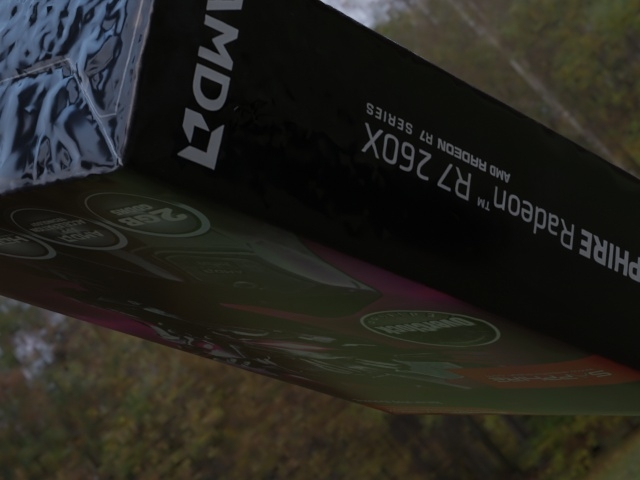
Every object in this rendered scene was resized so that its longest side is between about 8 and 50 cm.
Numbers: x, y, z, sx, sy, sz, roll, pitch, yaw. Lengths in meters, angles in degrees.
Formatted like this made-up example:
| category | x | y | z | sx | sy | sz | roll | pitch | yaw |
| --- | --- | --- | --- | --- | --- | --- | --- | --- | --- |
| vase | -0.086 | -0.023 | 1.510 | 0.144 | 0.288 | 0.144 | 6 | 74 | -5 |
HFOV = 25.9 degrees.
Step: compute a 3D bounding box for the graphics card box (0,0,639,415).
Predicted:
| category | x | y | z | sx | sy | sz | roll | pitch | yaw |
| --- | --- | --- | --- | --- | --- | --- | --- | --- | --- |
| graphics card box | 0.000 | 0.000 | 0.614 | 0.371 | 0.094 | 0.232 | 24 | -20 | -40 |
